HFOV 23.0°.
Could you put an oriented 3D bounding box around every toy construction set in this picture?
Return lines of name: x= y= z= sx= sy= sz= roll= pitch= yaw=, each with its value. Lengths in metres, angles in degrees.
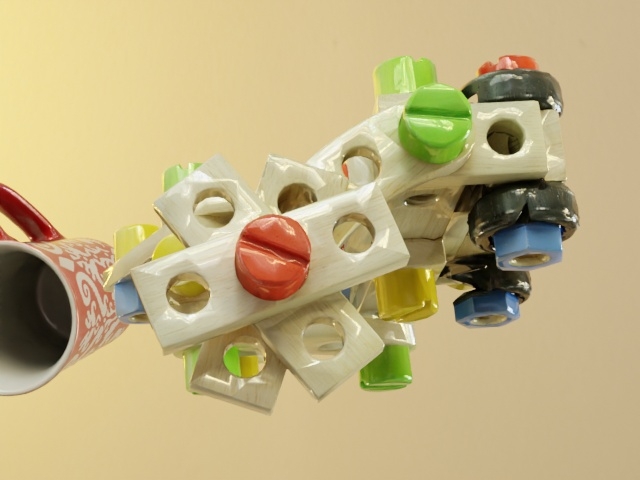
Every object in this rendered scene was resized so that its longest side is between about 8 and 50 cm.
toy construction set: x=0.000 y=0.000 z=0.738 sx=0.215 sy=0.328 sz=0.151 roll=-3 pitch=-94 yaw=-6

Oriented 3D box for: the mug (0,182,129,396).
mug: x=-0.207 y=0.032 z=1.206 sx=0.113 sy=0.169 sz=0.150 roll=6 pitch=-85 yaw=12
